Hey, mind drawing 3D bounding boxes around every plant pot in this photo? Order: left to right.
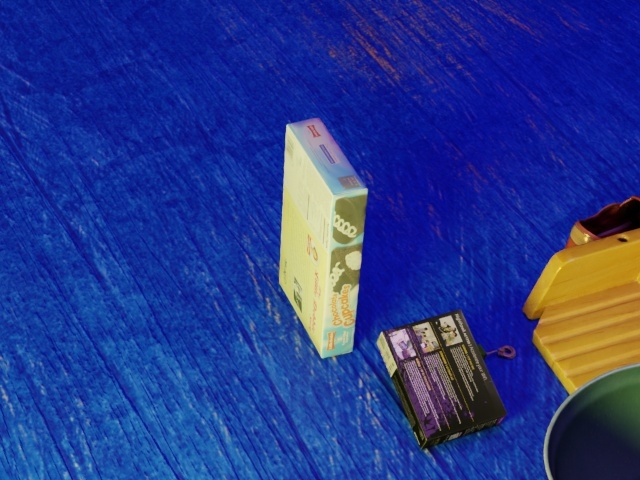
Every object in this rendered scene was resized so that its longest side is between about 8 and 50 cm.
[{"bbox_3d":[0.447,0.329,1.743,0.293,0.196,0.293,-10,39,8],"label":"plant pot"}]

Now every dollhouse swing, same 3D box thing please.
[{"bbox_3d":[0.515,0.072,1.982,0.315,0.305,0.347,-14,44,-16],"label":"dollhouse swing"}]

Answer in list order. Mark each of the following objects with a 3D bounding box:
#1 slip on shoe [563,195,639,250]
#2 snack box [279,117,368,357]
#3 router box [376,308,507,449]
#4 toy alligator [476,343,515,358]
[{"bbox_3d":[0.549,-0.027,2.252,0.331,0.101,0.123,-18,42,-23],"label":"slip on shoe"},{"bbox_3d":[0.000,0.000,2.045,0.060,0.322,0.187,-12,43,-19],"label":"snack box"},{"bbox_3d":[0.177,0.201,1.976,0.133,0.046,0.179,-14,66,-17],"label":"router box"},{"bbox_3d":[0.212,0.173,2.053,0.189,0.051,0.056,-12,43,-14],"label":"toy alligator"}]
